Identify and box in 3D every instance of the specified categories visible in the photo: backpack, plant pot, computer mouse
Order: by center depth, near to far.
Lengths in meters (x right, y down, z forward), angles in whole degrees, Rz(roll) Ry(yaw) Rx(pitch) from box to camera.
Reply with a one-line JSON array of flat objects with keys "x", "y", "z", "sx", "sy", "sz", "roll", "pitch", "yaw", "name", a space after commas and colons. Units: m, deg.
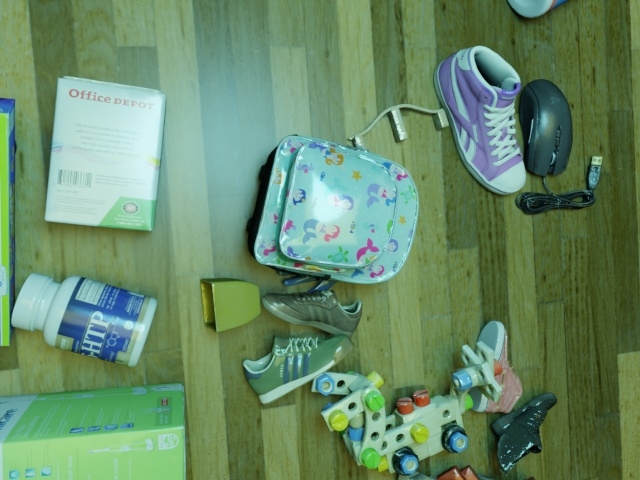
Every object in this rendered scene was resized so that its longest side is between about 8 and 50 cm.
[{"x": 0.030, "y": -0.042, "z": 0.900, "sx": 0.253, "sy": 0.191, "sz": 0.225, "roll": 14, "pitch": 86, "yaw": -18, "name": "backpack"}, {"x": -0.145, "y": 0.101, "z": 0.931, "sx": 0.083, "sy": 0.081, "sz": 0.081, "roll": -7, "pitch": 94, "yaw": -24, "name": "plant pot"}, {"x": 0.476, "y": -0.180, "z": 1.089, "sx": 0.183, "sy": 0.060, "sz": 0.262, "roll": 1, "pitch": 92, "yaw": -14, "name": "computer mouse"}]

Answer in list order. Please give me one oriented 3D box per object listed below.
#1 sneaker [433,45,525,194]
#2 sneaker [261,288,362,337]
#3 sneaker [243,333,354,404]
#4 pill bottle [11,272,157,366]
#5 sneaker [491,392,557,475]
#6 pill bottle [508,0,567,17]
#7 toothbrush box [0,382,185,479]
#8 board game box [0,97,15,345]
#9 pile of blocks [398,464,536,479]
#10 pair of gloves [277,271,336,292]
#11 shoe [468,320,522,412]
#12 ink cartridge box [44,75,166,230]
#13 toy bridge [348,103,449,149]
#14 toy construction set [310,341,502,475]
[{"x": 0.306, "y": -0.205, "z": 0.994, "sx": 0.102, "sy": 0.161, "sz": 0.282, "roll": -35, "pitch": 101, "yaw": -12, "name": "sneaker"}, {"x": -0.011, "y": 0.108, "z": 0.961, "sx": 0.188, "sy": 0.066, "sz": 0.071, "roll": 22, "pitch": 99, "yaw": -31, "name": "sneaker"}, {"x": -0.045, "y": 0.195, "z": 0.947, "sx": 0.192, "sy": 0.064, "sz": 0.086, "roll": -33, "pitch": 98, "yaw": 9, "name": "sneaker"}, {"x": -0.355, "y": 0.116, "z": 0.858, "sx": 0.186, "sy": 0.112, "sz": 0.112, "roll": 18, "pitch": 87, "yaw": -14, "name": "pill bottle"}, {"x": 0.397, "y": 0.365, "z": 1.072, "sx": 0.170, "sy": 0.089, "sz": 0.051, "roll": -25, "pitch": 139, "yaw": -8, "name": "sneaker"}, {"x": 0.458, "y": -0.513, "z": 1.039, "sx": 0.221, "sy": 0.124, "sz": 0.124, "roll": -32, "pitch": 99, "yaw": -11, "name": "pill bottle"}, {"x": -0.342, "y": 0.302, "z": 0.820, "sx": 0.283, "sy": 0.206, "sz": 0.122, "roll": 1, "pitch": 92, "yaw": -15, "name": "toothbrush box"}, {"x": -0.534, "y": -0.023, "z": 0.739, "sx": 0.233, "sy": 0.078, "sz": 0.347, "roll": 2, "pitch": 116, "yaw": -23, "name": "board game box"}, {"x": 0.294, "y": 0.476, "z": 1.021, "sx": 0.361, "sy": 0.149, "sz": 0.113, "roll": 8, "pitch": 90, "yaw": -14, "name": "pile of blocks"}, {"x": 0.000, "y": 0.000, "z": 0.993, "sx": 0.159, "sy": 0.023, "sz": 0.199, "roll": -4, "pitch": 92, "yaw": -13, "name": "pair of gloves"}, {"x": 0.340, "y": 0.242, "z": 1.071, "sx": 0.081, "sy": 0.063, "sz": 0.178, "roll": 10, "pitch": 95, "yaw": -16, "name": "shoe"}, {"x": -0.325, "y": -0.128, "z": 0.867, "sx": 0.154, "sy": 0.093, "sz": 0.213, "roll": 5, "pitch": 92, "yaw": -15, "name": "ink cartridge box"}, {"x": 0.137, "y": -0.209, "z": 1.018, "sx": 0.188, "sy": 0.026, "sz": 0.063, "roll": -18, "pitch": 94, "yaw": -13, "name": "toy bridge"}, {"x": 0.159, "y": 0.288, "z": 0.987, "sx": 0.327, "sy": 0.151, "sz": 0.215, "roll": -15, "pitch": 98, "yaw": -3, "name": "toy construction set"}]
